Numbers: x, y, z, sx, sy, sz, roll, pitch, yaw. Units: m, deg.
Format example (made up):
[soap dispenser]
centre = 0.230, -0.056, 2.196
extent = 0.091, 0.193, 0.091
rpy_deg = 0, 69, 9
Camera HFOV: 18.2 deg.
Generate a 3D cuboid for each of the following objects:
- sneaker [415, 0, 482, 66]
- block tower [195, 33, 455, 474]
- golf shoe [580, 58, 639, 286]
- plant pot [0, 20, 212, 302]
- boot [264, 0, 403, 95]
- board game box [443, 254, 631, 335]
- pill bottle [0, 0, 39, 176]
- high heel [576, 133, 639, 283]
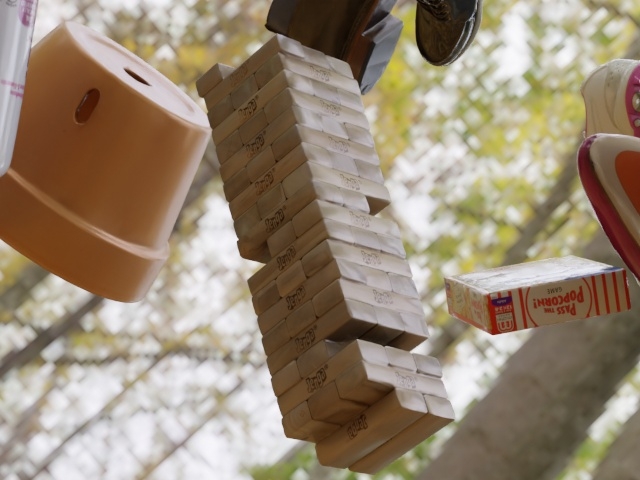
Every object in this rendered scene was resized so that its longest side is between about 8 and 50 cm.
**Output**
[sneaker]
centre = 0.126, -0.279, 2.263
extent = 0.083, 0.118, 0.222
rpy_deg = 36, -45, 25
[block tower]
centre = 0.000, 0.000, 1.494
extent = 0.091, 0.097, 0.335
rpy_deg = 16, 46, -44
[golf shoe]
centre = 0.389, -0.078, 2.422
extent = 0.140, 0.115, 0.306
rpy_deg = 18, -59, 55
[plant pot]
centre = -0.254, -0.100, 2.156
extent = 0.291, 0.203, 0.291
rpy_deg = 35, 10, -7
[boot]
centre = 0.028, -0.234, 1.623
extent = 0.106, 0.082, 0.219
rpy_deg = 28, -63, 15
[board game box]
centre = 0.220, 0.053, 2.063
extent = 0.193, 0.146, 0.045
rpy_deg = -153, -126, -80
[pill bottle]
centre = -0.367, -0.146, 1.924
extent = 0.160, 0.283, 0.160
rpy_deg = 10, 0, 0
[high heel]
centre = 0.326, 0.032, 1.990
extent = 0.181, 0.127, 0.377
rpy_deg = -9, -46, 48
